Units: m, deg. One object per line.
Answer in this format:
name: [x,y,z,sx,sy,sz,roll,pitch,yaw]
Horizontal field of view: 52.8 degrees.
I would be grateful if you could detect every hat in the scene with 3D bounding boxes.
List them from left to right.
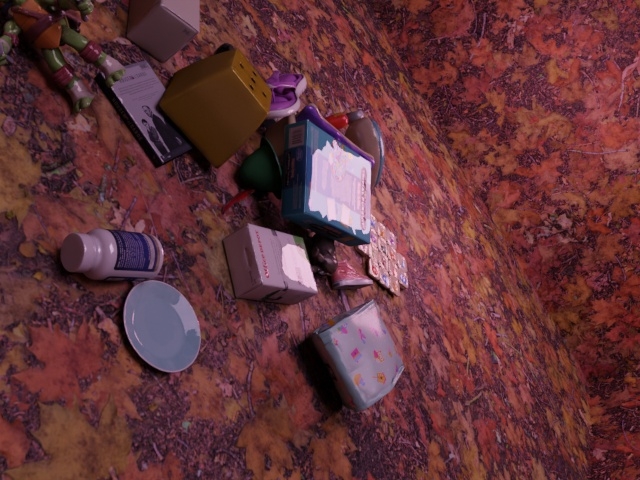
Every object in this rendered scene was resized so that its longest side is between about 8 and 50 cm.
hat: [-0.207,-0.166,1.695,0.208,0.184,0.172,173,-101,-75]

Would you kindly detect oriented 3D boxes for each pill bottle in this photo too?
pill bottle: [-0.381,0.027,1.179,0.169,0.094,0.094,8,59,-56]

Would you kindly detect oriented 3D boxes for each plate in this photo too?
plate: [-0.309,0.167,1.247,0.188,0.024,0.188,37,38,-36]

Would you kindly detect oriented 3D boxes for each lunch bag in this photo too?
lunch bag: [0.087,0.295,1.637,0.223,0.160,0.262,64,23,2]

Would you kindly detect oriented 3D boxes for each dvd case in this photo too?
dvd case: [-0.395,-0.299,1.504,0.238,0.030,0.179,56,29,-9]

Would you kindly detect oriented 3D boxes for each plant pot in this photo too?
plant pot: [-0.238,-0.345,1.589,0.212,0.187,0.212,49,23,-28]

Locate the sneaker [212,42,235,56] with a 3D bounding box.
sneaker: [-0.234,-0.439,1.810,0.106,0.101,0.267,31,41,-47]

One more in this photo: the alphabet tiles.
alphabet tiles: [0.207,0.048,2.179,0.284,0.021,0.277,40,36,-35]

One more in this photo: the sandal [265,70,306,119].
sandal: [-0.140,-0.449,1.897,0.416,0.170,0.102,-80,162,-63]

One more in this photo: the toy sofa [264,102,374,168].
toy sofa: [0.011,-0.236,1.950,0.363,0.177,0.150,35,38,-41]

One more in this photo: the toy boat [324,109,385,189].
toy boat: [0.135,-0.341,2.200,0.148,0.267,0.318,-15,51,-19]

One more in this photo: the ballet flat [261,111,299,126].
ballet flat: [-0.124,-0.383,1.967,0.203,0.074,0.074,-7,72,-59]

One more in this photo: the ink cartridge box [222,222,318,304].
ink cartridge box: [-0.120,0.062,1.567,0.219,0.093,0.160,16,52,-52]

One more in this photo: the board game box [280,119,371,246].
board game box: [0.024,-0.145,1.764,0.336,0.079,0.253,24,64,-53]

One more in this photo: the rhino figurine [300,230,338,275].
rhino figurine: [0.000,0.000,1.836,0.106,0.073,0.243,33,38,-35]

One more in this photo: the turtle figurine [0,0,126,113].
turtle figurine: [-0.511,-0.376,1.220,0.266,0.275,0.197,49,65,-30]

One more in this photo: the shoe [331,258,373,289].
shoe: [0.090,0.099,1.902,0.178,0.064,0.081,5,67,-52]

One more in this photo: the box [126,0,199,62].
box: [-0.400,-0.627,1.660,0.121,0.148,0.310,30,41,-42]
